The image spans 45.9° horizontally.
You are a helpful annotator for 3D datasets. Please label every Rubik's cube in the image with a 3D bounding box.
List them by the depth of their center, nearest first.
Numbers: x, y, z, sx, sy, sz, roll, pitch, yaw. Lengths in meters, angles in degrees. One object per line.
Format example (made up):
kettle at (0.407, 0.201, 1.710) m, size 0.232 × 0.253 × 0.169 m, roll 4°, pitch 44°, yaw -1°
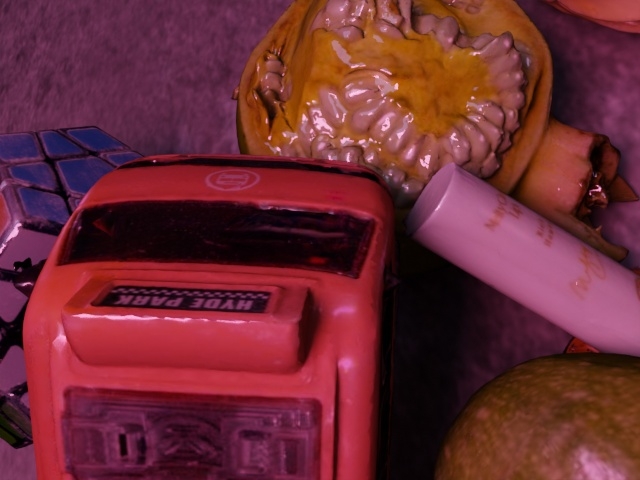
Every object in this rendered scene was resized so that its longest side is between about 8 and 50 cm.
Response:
Rubik's cube at (-0.257, 0.044, 0.743) m, size 0.319 × 0.319 × 0.264 m, roll 53°, pitch 127°, yaw 35°

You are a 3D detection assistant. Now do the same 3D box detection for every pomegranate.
pomegranate at (0.091, -0.082, 0.609) m, size 0.341 × 0.260 × 0.260 m, roll 29°, pitch 87°, yaw 8°

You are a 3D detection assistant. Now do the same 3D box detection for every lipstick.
lipstick at (0.179, 0.037, 0.496) m, size 0.059 × 0.264 × 0.059 m, roll -58°, pitch 9°, yaw 15°

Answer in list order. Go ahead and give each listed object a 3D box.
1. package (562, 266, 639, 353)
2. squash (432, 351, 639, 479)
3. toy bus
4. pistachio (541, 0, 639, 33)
package at (0.231, 0.078, 0.566) m, size 0.077 × 0.033 × 0.110 m, roll 34°, pitch 96°, yaw 27°
squash at (0.209, 0.183, 0.414) m, size 0.310 × 0.310 × 0.308 m, roll -41°, pitch 41°, yaw 12°
toy bus at (-0.055, 0.170, 0.473) m, size 0.203 × 0.233 × 0.426 m, roll 2°, pitch 108°, yaw 3°
pistachio at (0.264, -0.273, 0.567) m, size 0.309 × 0.230 × 0.229 m, roll -18°, pitch 62°, yaw 28°
